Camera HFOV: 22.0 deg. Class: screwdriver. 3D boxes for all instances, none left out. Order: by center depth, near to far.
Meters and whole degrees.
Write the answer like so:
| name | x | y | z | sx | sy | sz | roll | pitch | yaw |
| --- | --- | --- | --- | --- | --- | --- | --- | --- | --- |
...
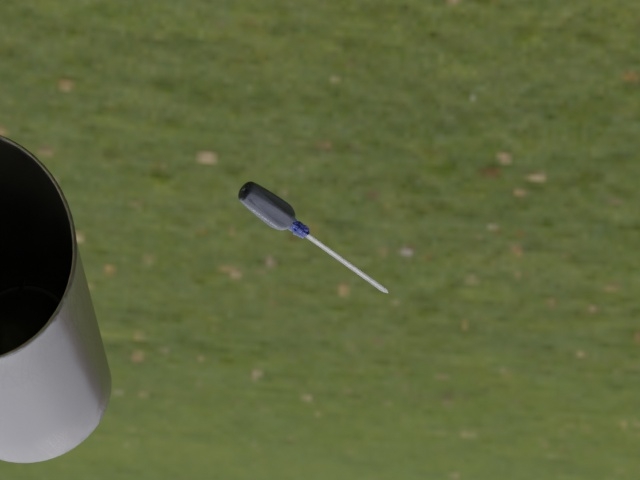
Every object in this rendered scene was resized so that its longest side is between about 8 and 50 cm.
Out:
| name | x | y | z | sx | sy | sz | roll | pitch | yaw |
| --- | --- | --- | --- | --- | --- | --- | --- | --- | --- |
| screwdriver | 0.000 | 0.000 | 1.361 | 0.170 | 0.024 | 0.025 | 32 | 133 | -27 |

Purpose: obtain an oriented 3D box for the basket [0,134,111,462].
| name | x | y | z | sx | sy | sz | roll | pitch | yaw |
| --- | --- | --- | --- | --- | --- | --- | --- | --- | --- |
| basket | -0.239 | 0.063 | 1.235 | 0.154 | 0.204 | 0.227 | -22 | 147 | -9 |
